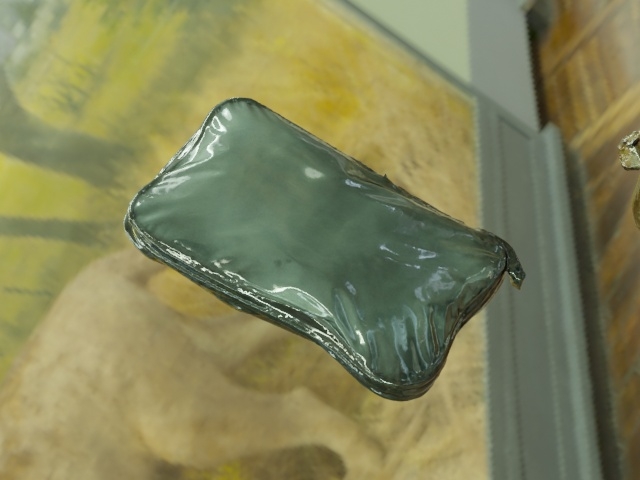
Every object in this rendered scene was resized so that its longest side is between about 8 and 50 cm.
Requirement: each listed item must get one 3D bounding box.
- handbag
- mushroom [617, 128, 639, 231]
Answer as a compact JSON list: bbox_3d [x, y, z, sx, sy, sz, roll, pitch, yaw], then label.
[{"bbox_3d":[0.002,0.002,1.186,0.191,0.332,0.075,-52,-17,-31],"label":"handbag"},{"bbox_3d":[0.250,-0.047,0.871,0.126,0.109,0.085,80,-169,-49],"label":"mushroom"}]
